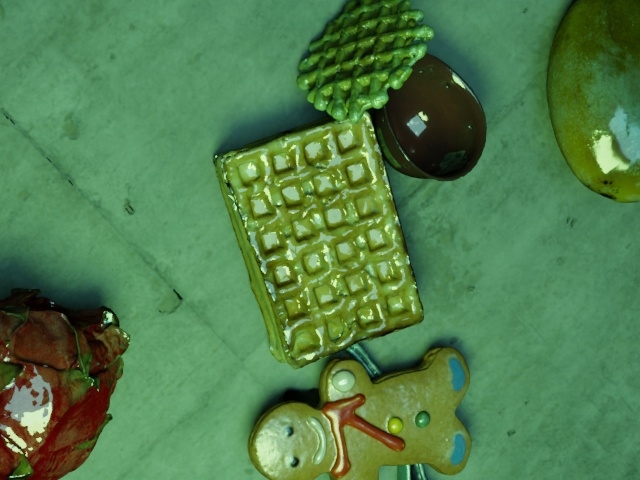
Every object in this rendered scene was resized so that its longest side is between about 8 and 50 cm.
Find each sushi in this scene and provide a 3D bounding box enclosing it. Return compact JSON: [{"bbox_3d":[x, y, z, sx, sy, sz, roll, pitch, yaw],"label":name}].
[{"bbox_3d":[-0.018,0.233,1.758,0.083,0.044,0.046,11,117,-14],"label":"sushi"}]

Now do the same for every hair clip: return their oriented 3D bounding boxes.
[{"bbox_3d":[0.100,0.260,1.791,0.083,0.048,0.275,-21,99,-12],"label":"hair clip"}]

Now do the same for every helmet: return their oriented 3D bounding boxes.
[{"bbox_3d":[0.124,-0.155,1.694,0.155,0.106,0.175,-41,105,-30],"label":"helmet"}]

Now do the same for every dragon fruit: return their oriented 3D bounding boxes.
[{"bbox_3d":[-0.366,0.180,1.550,0.299,0.244,0.244,-33,105,-17],"label":"dragon fruit"}]

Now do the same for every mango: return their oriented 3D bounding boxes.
[{"bbox_3d":[0.406,-0.208,1.745,0.192,0.146,0.316,-6,90,-17],"label":"mango"}]

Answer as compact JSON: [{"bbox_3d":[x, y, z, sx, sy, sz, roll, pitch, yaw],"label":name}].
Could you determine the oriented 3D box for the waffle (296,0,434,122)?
[{"bbox_3d":[0.055,-0.239,1.643,0.183,0.169,0.036,-52,138,1],"label":"waffle"}]

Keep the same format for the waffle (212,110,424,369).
[{"bbox_3d":[0.000,0.000,1.696,0.212,0.091,0.308,-19,102,-11],"label":"waffle"}]

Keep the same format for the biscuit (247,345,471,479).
[{"bbox_3d":[0.060,0.259,1.731,0.324,0.049,0.205,-4,93,-17],"label":"biscuit"}]
